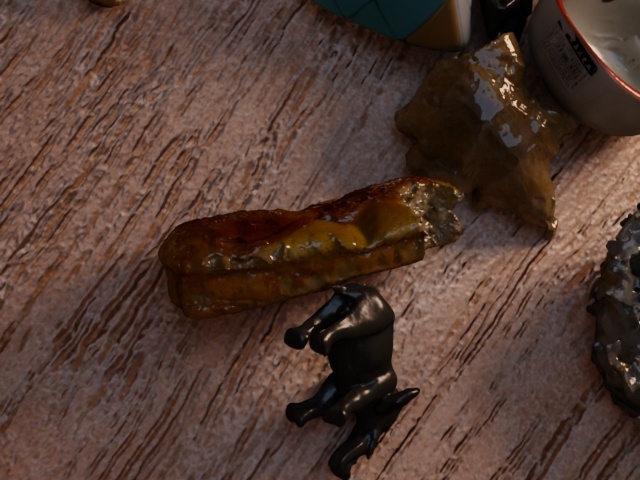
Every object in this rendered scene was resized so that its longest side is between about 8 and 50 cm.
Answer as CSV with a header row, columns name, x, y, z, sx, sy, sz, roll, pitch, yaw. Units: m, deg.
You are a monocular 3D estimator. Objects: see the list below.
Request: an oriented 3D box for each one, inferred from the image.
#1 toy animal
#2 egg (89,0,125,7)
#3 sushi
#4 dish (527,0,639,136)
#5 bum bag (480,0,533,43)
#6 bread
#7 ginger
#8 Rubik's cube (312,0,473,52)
name,x,y,z,sx,sy,sz,roll,pitch,yaw
toy animal,0.041,0.162,1.554,0.114,0.245,0.146,27,38,31
egg,-0.282,-0.341,1.745,0.083,0.071,0.071,25,67,2
sushi,0.523,0.102,1.673,0.417,0.176,0.418,2,76,-10
dish,0.375,-0.233,1.778,0.256,0.117,0.256,21,44,-22
bum bag,0.260,-0.410,1.842,0.095,0.144,0.341,2,67,13
bread,0.000,0.000,1.604,0.380,0.185,0.109,-13,97,-16
ginger,0.222,-0.117,1.727,0.218,0.123,0.270,-27,85,5
Rubik's cube,0.097,-0.333,1.762,0.254,0.254,0.255,4,68,-9
